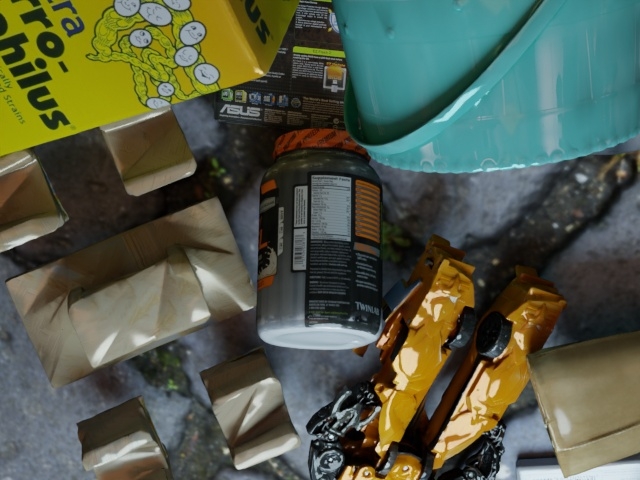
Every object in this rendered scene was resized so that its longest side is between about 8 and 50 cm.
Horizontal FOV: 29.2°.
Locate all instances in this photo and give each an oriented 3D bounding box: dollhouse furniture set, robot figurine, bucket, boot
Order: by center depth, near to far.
[{"bbox_3d":[0.138,-0.174,0.972,0.281,0.281,0.183,-6,108,11],"label":"bucket"},{"bbox_3d":[0.352,0.171,1.162,0.270,0.089,0.236,-18,103,3],"label":"boot"},{"bbox_3d":[0.108,0.147,1.205,0.211,0.085,0.291,20,112,-21],"label":"robot figurine"},{"bbox_3d":[-0.269,0.074,1.223,0.394,0.256,0.362,-22,106,-6],"label":"dollhouse furniture set"}]

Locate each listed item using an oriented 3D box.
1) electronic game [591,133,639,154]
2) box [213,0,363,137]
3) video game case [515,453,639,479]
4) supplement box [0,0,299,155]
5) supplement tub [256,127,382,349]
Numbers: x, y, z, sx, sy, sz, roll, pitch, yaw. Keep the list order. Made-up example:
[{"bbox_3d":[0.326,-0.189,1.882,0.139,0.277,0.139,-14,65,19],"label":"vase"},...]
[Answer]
[{"bbox_3d":[0.255,-0.190,1.100,0.229,0.048,0.229,4,106,13],"label":"electronic game"},{"bbox_3d":[-0.001,-0.193,1.143,0.191,0.045,0.184,6,107,8],"label":"box"},{"bbox_3d":[0.318,0.310,1.276,0.213,0.023,0.193,-6,107,10],"label":"video game case"},{"bbox_3d":[-0.218,-0.216,1.037,0.357,0.195,0.194,-14,123,23],"label":"supplement box"},{"bbox_3d":[0.000,0.000,1.136,0.117,0.117,0.190,-2,74,10],"label":"supplement tub"}]
